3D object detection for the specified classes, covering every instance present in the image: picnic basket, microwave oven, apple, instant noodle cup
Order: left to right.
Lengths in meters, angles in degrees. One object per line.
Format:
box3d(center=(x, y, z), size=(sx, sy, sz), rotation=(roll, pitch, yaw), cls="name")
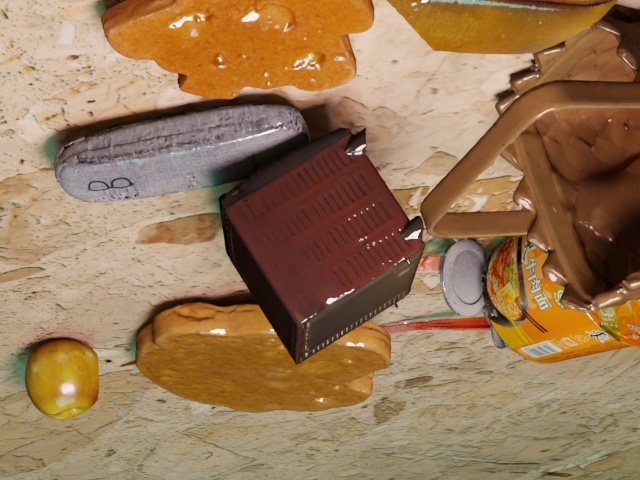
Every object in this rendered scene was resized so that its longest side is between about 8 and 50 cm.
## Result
box3d(center=(-0.347, 0.189, 2.302), size=(0.099, 0.102, 0.114), rotation=(-2, 151, -16), cls="apple")
box3d(center=(-0.001, 0.002, 1.924), size=(0.178, 0.188, 0.247), rotation=(-29, 167, -9), cls="microwave oven")
box3d(center=(0.325, 0.049, 2.148), size=(0.230, 0.230, 0.182), rotation=(10, 155, -31), cls="instant noodle cup")
box3d(center=(0.289, -0.078, 1.816), size=(0.321, 0.291, 0.254), rotation=(-1, 151, -33), cls="picnic basket")

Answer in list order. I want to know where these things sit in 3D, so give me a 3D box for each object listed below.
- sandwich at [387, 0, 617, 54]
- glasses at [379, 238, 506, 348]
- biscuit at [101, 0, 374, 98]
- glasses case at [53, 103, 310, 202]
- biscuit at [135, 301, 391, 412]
box3d(center=(0.165, -0.244, 1.691), size=(0.258, 0.094, 0.096), rotation=(2, 145, -16), cls="sandwich")
box3d(center=(0.118, 0.068, 2.294), size=(0.268, 0.118, 0.234), rotation=(-1, 159, 29), cls="glasses")
box3d(center=(-0.050, -0.239, 1.687), size=(0.284, 0.043, 0.306), rotation=(10, 145, -29), cls="biscuit")
box3d(center=(-0.152, -0.096, 1.887), size=(0.283, 0.067, 0.109), rotation=(-9, 158, 1), cls="glasses case")
box3d(center=(-0.073, 0.160, 2.341), size=(0.351, 0.057, 0.312), rotation=(-1, 155, 9), cls="biscuit")
